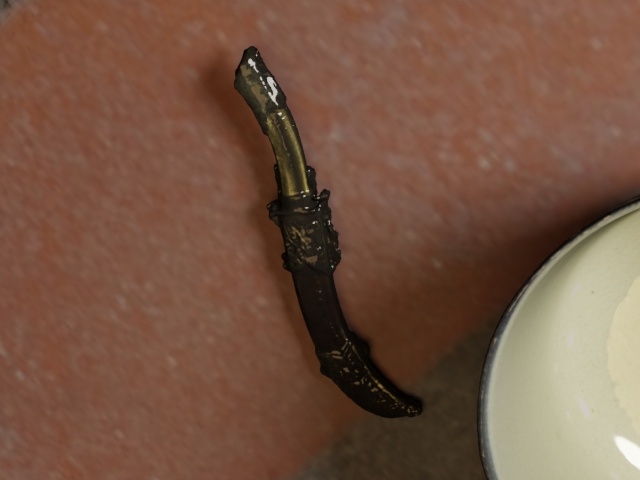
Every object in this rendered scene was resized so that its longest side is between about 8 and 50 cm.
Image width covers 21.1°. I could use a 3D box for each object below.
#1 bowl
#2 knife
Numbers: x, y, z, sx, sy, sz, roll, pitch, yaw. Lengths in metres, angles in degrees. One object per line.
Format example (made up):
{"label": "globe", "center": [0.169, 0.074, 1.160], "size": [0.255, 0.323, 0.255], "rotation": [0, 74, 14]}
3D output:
{"label": "bowl", "center": [0.200, 0.068, 0.826], "size": [0.237, 0.126, 0.238], "rotation": [4, 110, 12]}
{"label": "knife", "center": [-0.005, 0.002, 0.906], "size": [0.045, 0.021, 0.222], "rotation": [-17, 108, 19]}
